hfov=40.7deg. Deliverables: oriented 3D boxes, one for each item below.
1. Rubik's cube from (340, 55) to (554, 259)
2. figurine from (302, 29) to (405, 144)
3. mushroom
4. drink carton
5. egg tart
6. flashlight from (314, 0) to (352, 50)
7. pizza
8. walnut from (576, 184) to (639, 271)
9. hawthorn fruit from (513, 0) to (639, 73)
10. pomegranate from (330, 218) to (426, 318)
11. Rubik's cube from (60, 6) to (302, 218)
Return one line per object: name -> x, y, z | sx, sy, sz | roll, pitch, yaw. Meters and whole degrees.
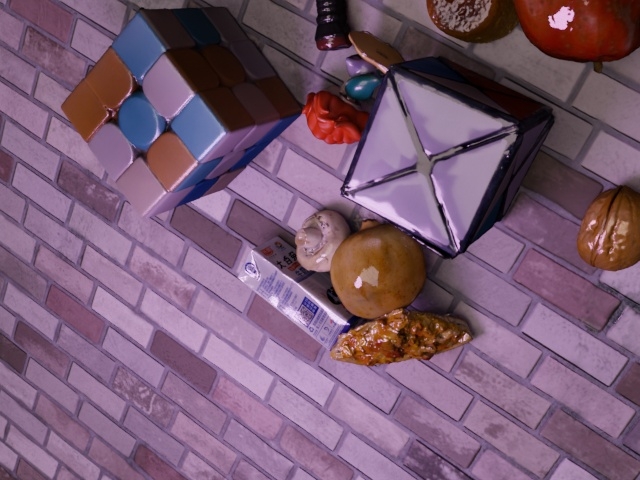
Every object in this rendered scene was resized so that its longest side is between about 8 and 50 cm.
Rubik's cube -> 0.262, -0.179, 1.780 | 0.307, 0.305, 0.310 | 29, 115, 15
figurine -> 0.061, -0.311, 1.904 | 0.257, 0.181, 0.208 | -53, 56, 30
mushroom -> 0.000, 0.000, 2.075 | 0.154, 0.123, 0.154 | -21, 62, 46
drink carton -> -0.040, 0.126, 2.133 | 0.315, 0.130, 0.106 | 37, 119, 14
egg tart -> 0.304, -0.496, 1.743 | 0.203, 0.147, 0.202 | 8, 107, 27
flashlight -> 0.020, -0.543, 1.923 | 0.093, 0.093, 0.231 | -1, 99, 29
pizza -> 0.183, 0.228, 1.981 | 0.336, 0.226, 0.086 | -7, 64, 4
walnut -> 0.598, -0.024, 1.737 | 0.144, 0.144, 0.180 | 17, 108, 23
hawthorn fruit -> 0.494, -0.450, 1.591 | 0.275, 0.275, 0.299 | 0, 118, 28
pomegranate -> 0.137, 0.068, 1.973 | 0.233, 0.233, 0.233 | 9, 109, 26
Rubik's cube -> -0.320, -0.307, 2.023 | 0.347, 0.347, 0.344 | -39, 84, 33
